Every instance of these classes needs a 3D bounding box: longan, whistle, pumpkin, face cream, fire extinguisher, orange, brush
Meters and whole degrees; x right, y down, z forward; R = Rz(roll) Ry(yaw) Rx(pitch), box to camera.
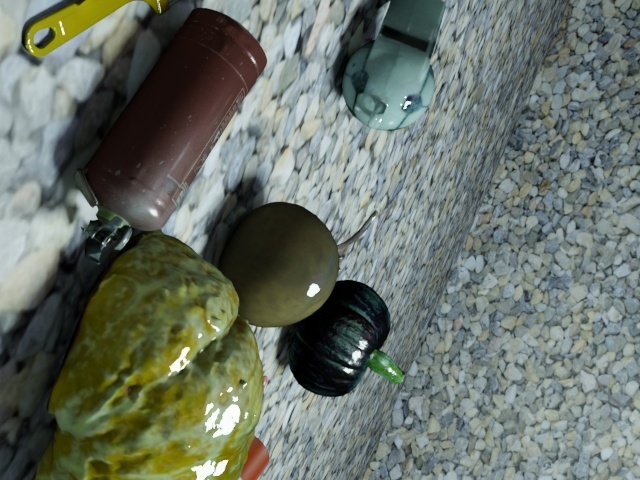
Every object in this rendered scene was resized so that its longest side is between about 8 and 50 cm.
[{"bbox_3d":[-0.060,0.039,0.972,0.189,0.189,0.189,-53,157,-35],"label":"longan"},{"bbox_3d":[0.120,-0.280,1.127,0.164,0.163,0.290,91,15,-47],"label":"whistle"},{"bbox_3d":[0.066,0.214,1.384,0.248,0.248,0.248,-53,157,-35],"label":"pumpkin"},{"bbox_3d":[-0.184,0.443,1.206,0.214,0.095,0.096,-43,150,-50],"label":"face cream"},{"bbox_3d":[-0.155,-0.095,0.658,0.269,0.104,0.105,-60,160,-16],"label":"fire extinguisher"},{"bbox_3d":[-0.178,0.191,0.775,0.271,0.210,0.369,-33,145,-62],"label":"orange"},{"bbox_3d":[-0.179,-0.216,0.593,0.205,0.011,0.083,-51,157,-37],"label":"brush"}]

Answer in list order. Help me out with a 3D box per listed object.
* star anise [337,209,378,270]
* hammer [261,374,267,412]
[{"bbox_3d":[0.000,0.000,1.220,0.227,0.218,0.148,-77,148,-74],"label":"star anise"},{"bbox_3d":[-0.121,0.303,1.320,0.052,0.031,0.083,62,47,-70],"label":"hammer"}]
